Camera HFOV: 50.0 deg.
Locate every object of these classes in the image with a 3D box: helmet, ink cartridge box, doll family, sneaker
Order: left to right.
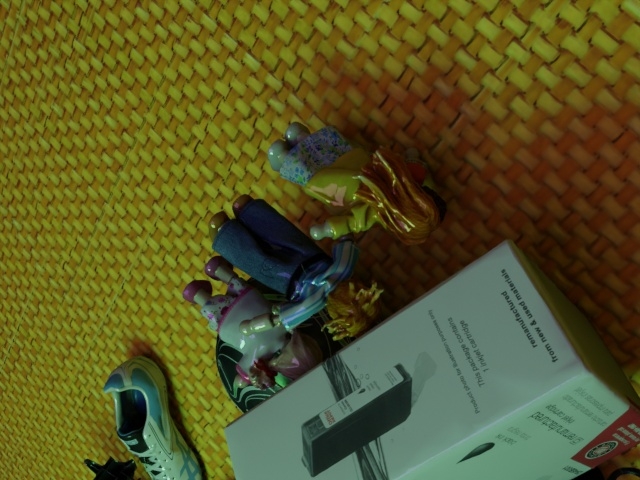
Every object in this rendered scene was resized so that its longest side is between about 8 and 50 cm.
[{"bbox_3d":[-0.226,0.273,0.921,0.085,0.086,0.237,-10,105,33],"label":"sneaker"},{"bbox_3d":[-0.016,0.103,0.670,0.169,0.169,0.161,56,142,0],"label":"helmet"},{"bbox_3d":[0.000,0.000,0.559,0.163,0.263,0.118,34,166,27],"label":"doll family"},{"bbox_3d":[0.093,0.149,0.539,0.272,0.197,0.114,-36,49,19],"label":"ink cartridge box"}]

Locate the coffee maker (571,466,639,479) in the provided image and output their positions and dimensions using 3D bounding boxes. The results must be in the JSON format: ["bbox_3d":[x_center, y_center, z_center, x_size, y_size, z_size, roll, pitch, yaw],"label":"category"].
[{"bbox_3d":[0.226,0.305,0.627,0.171,0.120,0.178,-6,107,33],"label":"coffee maker"}]

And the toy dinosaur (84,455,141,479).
[{"bbox_3d":[-0.268,0.423,0.946,0.321,0.164,0.218,-7,131,42],"label":"toy dinosaur"}]
